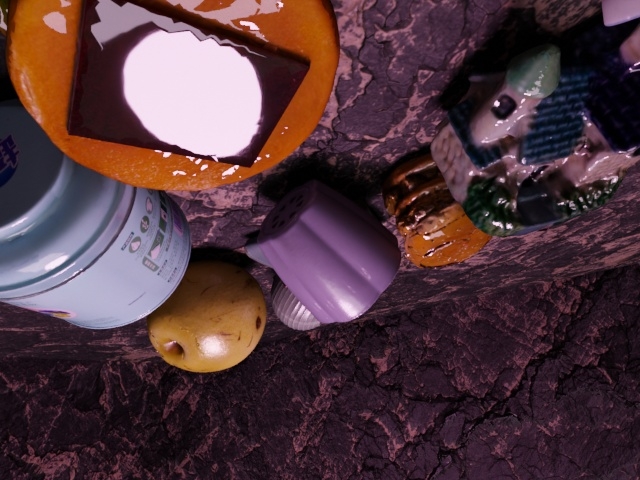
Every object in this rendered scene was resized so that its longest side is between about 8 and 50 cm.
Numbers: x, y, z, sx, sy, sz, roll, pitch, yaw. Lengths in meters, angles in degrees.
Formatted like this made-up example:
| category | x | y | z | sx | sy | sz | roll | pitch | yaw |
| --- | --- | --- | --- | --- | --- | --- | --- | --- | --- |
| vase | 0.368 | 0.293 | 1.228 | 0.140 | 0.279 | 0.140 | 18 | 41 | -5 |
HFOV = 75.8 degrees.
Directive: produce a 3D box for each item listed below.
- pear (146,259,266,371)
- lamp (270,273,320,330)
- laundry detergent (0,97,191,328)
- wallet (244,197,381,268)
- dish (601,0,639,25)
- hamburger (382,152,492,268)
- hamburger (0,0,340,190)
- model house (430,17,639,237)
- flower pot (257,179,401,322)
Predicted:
| category | x | y | z | sx | sy | sz | roll | pitch | yaw |
| --- | --- | --- | --- | --- | --- | --- | --- | --- | --- |
| pear | -0.336 | 0.224 | 1.229 | 0.348 | 0.349 | 0.348 | -8 | 159 | -3 |
| lamp | -0.063 | 0.181 | 1.392 | 0.233 | 0.233 | 0.265 | -11 | 166 | 4 |
| laundry detergent | -0.381 | -0.033 | 0.619 | 0.287 | 0.288 | 0.305 | -9 | 159 | -1 |
| wallet | 0.000 | 0.000 | 1.151 | 0.360 | 0.083 | 0.252 | -18 | 152 | 24 |
| dish | 0.405 | -0.334 | 0.378 | 0.273 | 0.134 | 0.273 | -26 | -166 | 7 |
| hamburger | 0.277 | -0.070 | 0.919 | 0.245 | 0.211 | 0.260 | -20 | 153 | 12 |
| hamburger | -0.131 | -0.199 | 0.382 | 0.290 | 0.225 | 0.291 | -13 | 154 | -6 |
| model house | 0.366 | -0.183 | 0.618 | 0.298 | 0.243 | 0.284 | -15 | 157 | -18 |
| flower pot | 0.007 | 0.007 | 0.909 | 0.265 | 0.265 | 0.243 | -26 | 118 | 37 |
